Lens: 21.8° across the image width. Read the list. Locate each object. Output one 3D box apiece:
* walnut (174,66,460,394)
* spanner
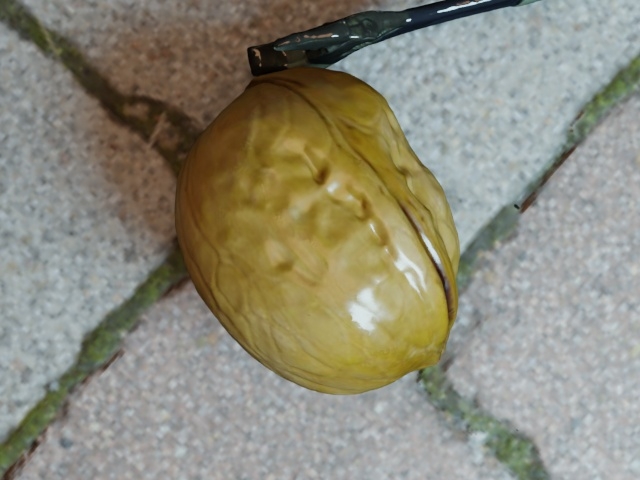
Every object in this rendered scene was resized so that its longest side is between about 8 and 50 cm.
[{"bbox_3d":[0.000,0.000,0.880,0.144,0.144,0.180,-37,93,0],"label":"walnut"},{"bbox_3d":[0.114,-0.137,0.913,0.315,0.087,0.024,-14,89,-3],"label":"spanner"}]
